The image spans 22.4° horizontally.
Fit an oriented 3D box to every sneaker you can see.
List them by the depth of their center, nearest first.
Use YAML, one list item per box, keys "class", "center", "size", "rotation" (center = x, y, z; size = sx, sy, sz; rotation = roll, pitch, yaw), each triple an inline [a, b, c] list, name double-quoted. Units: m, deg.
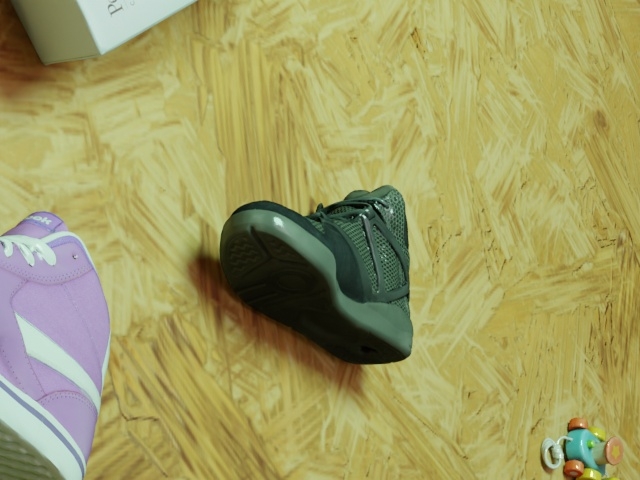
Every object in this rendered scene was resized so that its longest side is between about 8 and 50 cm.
- class: "sneaker"
  center: [-0.214, 0.018, 0.918]
  size: [0.282, 0.102, 0.161]
  rotation: [60, 33, -40]
- class: "sneaker"
  center: [0.000, 0.000, 1.231]
  size: [0.227, 0.087, 0.130]
  rotation: [35, 50, -48]

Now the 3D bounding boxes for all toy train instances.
- class: "toy train"
  center: [0.271, 0.255, 1.560]
  size: [0.125, 0.046, 0.166]
  rotation: [-31, 105, -55]

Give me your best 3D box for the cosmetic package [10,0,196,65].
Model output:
- class: "cosmetic package"
  center: [-0.137, -0.346, 1.056]
  size: [0.284, 0.097, 0.377]
  rotation: [-35, 111, -28]
